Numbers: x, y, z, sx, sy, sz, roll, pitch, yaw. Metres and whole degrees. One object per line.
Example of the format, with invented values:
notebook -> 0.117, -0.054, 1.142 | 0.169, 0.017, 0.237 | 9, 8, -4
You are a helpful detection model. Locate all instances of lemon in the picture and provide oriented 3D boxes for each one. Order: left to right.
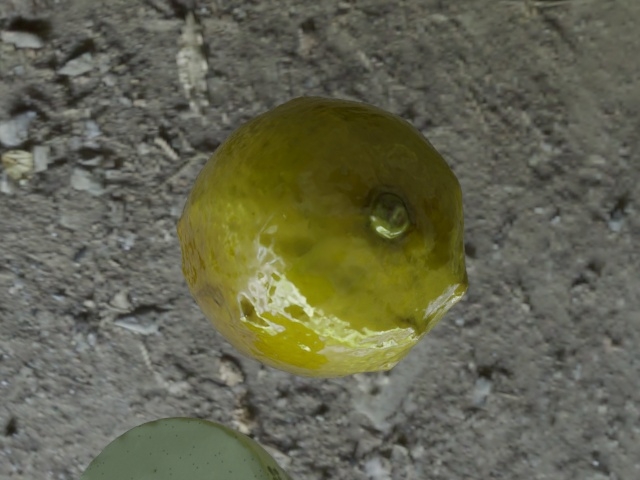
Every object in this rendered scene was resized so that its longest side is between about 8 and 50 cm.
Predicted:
lemon -> 0.000, 0.000, 0.909 | 0.233, 0.288, 0.234 | 6, 75, -23

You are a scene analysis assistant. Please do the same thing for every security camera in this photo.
security camera -> -0.090, 0.262, 0.940 | 0.195, 0.194, 0.236 | -65, 159, -13
